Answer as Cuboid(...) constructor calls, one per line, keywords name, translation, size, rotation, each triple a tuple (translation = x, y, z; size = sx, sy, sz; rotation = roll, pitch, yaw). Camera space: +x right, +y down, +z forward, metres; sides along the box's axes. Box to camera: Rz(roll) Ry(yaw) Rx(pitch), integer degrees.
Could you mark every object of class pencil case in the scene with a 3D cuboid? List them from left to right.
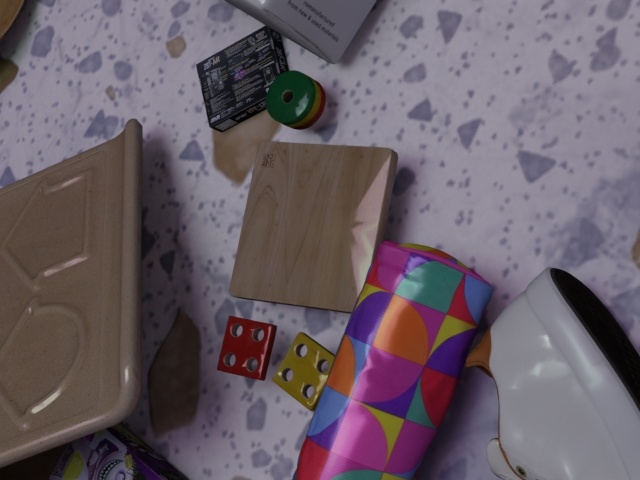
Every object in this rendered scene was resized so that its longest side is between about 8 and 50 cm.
Cuboid(name="pencil case", translation=(0.050, 0.119, 1.033), size=(0.104, 0.104, 0.236), rotation=(22, 92, 35))

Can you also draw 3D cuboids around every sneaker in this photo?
Cuboid(name="sneaker", translation=(0.192, 0.161, 0.929), size=(0.123, 0.106, 0.290), rotation=(-44, 47, 21))

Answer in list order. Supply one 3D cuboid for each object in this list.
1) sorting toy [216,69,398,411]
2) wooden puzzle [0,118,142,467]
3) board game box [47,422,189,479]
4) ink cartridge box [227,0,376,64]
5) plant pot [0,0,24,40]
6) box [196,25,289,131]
Cuboid(name="sorting toy", translation=(0.000, 0.000, 1.123), size=(0.132, 0.046, 0.275), rotation=(5, 80, 34))
Cuboid(name="wooden puzzle", translation=(-0.282, 0.083, 1.210), size=(0.347, 0.080, 0.322), rotation=(-25, 43, 19))
Cuboid(name="board game box", translation=(-0.206, 0.347, 1.173), size=(0.208, 0.056, 0.347), rotation=(31, 95, 31))
Cuboid(name="ink cartridge box", translation=(-0.010, -0.339, 1.158), size=(0.226, 0.131, 0.306), rotation=(34, 95, 34))
Cuboid(name="plant pot", translation=(-0.408, -0.258, 1.421), size=(0.236, 0.032, 0.236), rotation=(-3, 67, 7))
Cuboid(name="box", translation=(-0.068, -0.143, 1.222), size=(0.083, 0.018, 0.067), rotation=(-26, 65, 26))
